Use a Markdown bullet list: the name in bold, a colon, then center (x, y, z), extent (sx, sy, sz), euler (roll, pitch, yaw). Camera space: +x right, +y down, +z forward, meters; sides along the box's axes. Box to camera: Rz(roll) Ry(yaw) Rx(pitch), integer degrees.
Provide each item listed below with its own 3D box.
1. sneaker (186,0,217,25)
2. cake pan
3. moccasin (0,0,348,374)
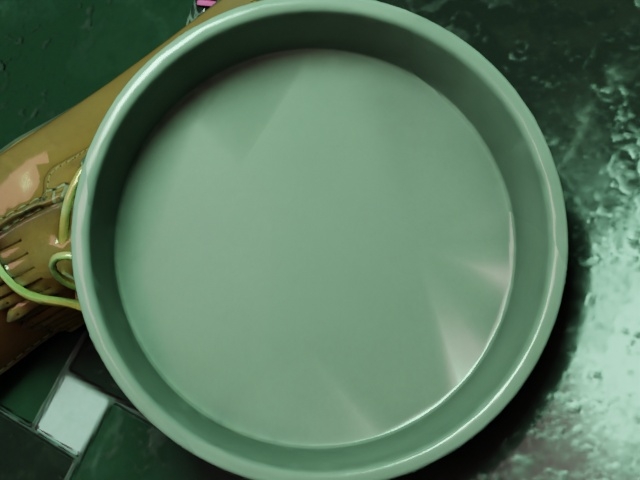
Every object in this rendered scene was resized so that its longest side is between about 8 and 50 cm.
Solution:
- **sneaker**: center (-0.068, -0.205, 0.899), extent (0.063, 0.075, 0.170), euler (11, 76, 26)
- **cake pan**: center (0.000, 0.000, 0.740), extent (0.293, 0.054, 0.293), euler (0, 85, -3)
- **moccasin**: center (-0.136, -0.009, 0.829), extent (0.380, 0.139, 0.147), euler (-35, 52, -3)
